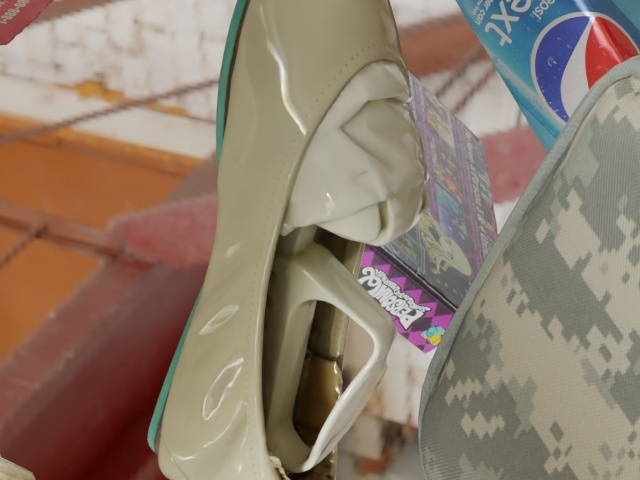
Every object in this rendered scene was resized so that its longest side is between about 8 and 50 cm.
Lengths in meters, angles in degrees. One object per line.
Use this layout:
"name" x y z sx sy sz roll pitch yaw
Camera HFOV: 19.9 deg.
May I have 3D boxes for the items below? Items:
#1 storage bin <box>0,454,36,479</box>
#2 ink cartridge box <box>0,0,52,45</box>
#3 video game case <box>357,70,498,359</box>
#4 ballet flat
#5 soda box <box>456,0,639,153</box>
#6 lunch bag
"storage bin" -0.253 0.089 0.434 0.262 0.123 0.260 29 -81 -44
"ink cartridge box" -0.161 -0.140 0.464 0.237 0.172 0.100 9 -107 -28
"video game case" 0.035 -0.044 1.147 0.210 0.042 0.232 38 -151 -29
"ballet flat" 0.000 0.000 0.677 0.086 0.086 0.248 -38 -33 -55
"soda box" 0.137 -0.087 0.889 0.210 0.067 0.071 57 -137 -9
"lunch bag" 0.212 0.100 0.562 0.256 0.305 0.212 -3 -45 -30
